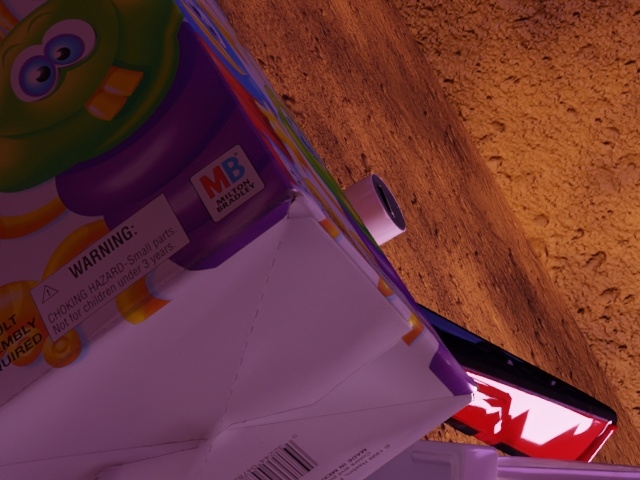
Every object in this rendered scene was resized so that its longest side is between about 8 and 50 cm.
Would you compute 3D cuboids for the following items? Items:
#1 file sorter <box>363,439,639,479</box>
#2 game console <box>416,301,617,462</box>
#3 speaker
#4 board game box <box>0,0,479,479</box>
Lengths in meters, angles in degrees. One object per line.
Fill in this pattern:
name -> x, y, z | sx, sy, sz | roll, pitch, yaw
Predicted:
file sorter -> 0.084, 0.236, 0.837 | 0.173, 0.193, 0.277 | 5, 84, -27
game console -> -0.029, 0.017, 1.032 | 0.387, 0.060, 0.342 | 27, -3, 34
speaker -> 0.000, 0.000, 1.397 | 0.055, 0.136, 0.055 | 53, 17, -23
board game box -> -0.089, -0.030, 0.609 | 0.142, 0.144, 0.275 | 48, 7, -50
